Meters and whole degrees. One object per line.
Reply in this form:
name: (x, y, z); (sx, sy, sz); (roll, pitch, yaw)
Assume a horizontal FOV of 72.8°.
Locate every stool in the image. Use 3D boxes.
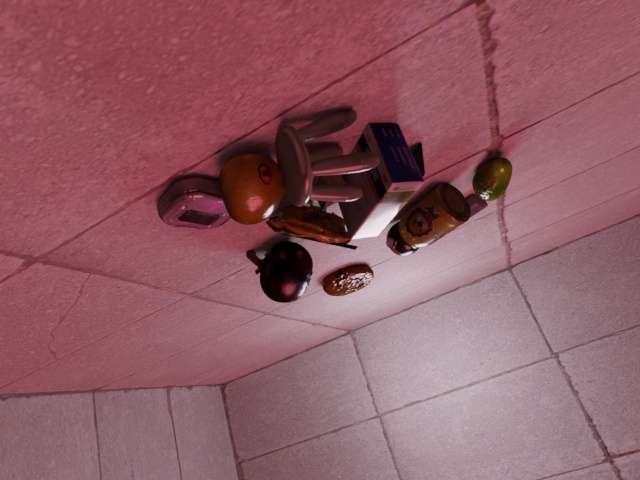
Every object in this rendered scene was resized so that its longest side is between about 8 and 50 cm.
stool: (0.010, -0.194, 1.082); (0.198, 0.195, 0.195); (-11, 156, -20)

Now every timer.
timer: (-0.331, -0.096, 1.205); (0.208, 0.069, 0.190); (6, 149, -46)

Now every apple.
apple: (-0.173, -0.135, 1.105); (0.155, 0.183, 0.182); (-19, 158, -17)

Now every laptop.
laptop: (0.291, -0.211, 1.390); (0.135, 0.016, 0.197); (-56, 156, -9)

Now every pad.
pad: (0.000, 0.000, 1.412); (0.242, 0.004, 0.163); (12, -176, 7)

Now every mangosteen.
mangosteen: (-0.160, 0.107, 1.628); (0.261, 0.236, 0.235); (19, 151, -1)

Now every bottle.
bottle: (0.400, -0.058, 1.701); (0.171, 0.172, 0.351); (0, 150, -37)

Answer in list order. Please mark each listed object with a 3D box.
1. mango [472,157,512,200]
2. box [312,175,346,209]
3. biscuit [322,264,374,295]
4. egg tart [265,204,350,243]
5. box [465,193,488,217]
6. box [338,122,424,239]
mango: (0.626, -0.225, 1.584); (0.125, 0.111, 0.233); (-24, 155, 1)
box: (0.025, -0.161, 1.309); (0.062, 0.089, 0.122); (-21, 160, -23)
biscuit: (0.146, 0.215, 2.235); (0.295, 0.075, 0.296); (-16, 156, -7)
egg tart: (-0.032, -0.061, 1.387); (0.290, 0.107, 0.291); (12, -177, -1)
box: (0.599, -0.110, 1.882); (0.103, 0.055, 0.243); (2, 149, -40)
box: (0.152, -0.160, 1.253); (0.106, 0.200, 0.299); (-7, 154, -23)
